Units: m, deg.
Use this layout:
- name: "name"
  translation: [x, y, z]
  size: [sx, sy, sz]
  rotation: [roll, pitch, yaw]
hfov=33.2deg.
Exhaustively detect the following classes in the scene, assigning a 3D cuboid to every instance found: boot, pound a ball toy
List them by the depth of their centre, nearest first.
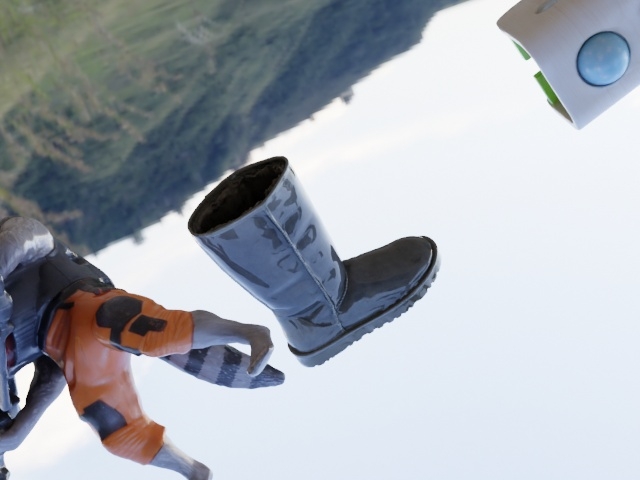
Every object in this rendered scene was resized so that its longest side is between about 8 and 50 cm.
- name: "boot"
  translation: [0.002, 0.000, 0.957]
  size: [0.190, 0.208, 0.076]
  rotation: [-39, -144, -12]
- name: "pound a ball toy"
  translation: [0.379, -0.234, 1.117]
  size: [0.319, 0.208, 0.136]
  rotation: [-37, -154, 7]

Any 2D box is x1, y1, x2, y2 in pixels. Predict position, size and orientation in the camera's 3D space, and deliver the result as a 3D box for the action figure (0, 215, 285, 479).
- name: "action figure"
  translation: [-0.217, 0.107, 0.940]
  size: [0.330, 0.341, 0.178]
  rotation: [31, -136, 11]
